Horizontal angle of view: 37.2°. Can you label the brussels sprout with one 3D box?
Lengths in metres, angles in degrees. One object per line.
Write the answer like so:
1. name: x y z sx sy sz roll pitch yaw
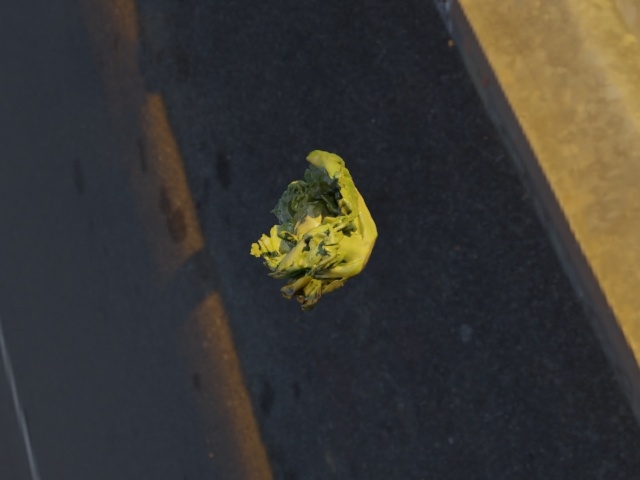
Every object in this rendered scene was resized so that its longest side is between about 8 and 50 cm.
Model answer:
1. brussels sprout: 0.000 0.000 0.499 0.085 0.058 0.085 -58 6 9
